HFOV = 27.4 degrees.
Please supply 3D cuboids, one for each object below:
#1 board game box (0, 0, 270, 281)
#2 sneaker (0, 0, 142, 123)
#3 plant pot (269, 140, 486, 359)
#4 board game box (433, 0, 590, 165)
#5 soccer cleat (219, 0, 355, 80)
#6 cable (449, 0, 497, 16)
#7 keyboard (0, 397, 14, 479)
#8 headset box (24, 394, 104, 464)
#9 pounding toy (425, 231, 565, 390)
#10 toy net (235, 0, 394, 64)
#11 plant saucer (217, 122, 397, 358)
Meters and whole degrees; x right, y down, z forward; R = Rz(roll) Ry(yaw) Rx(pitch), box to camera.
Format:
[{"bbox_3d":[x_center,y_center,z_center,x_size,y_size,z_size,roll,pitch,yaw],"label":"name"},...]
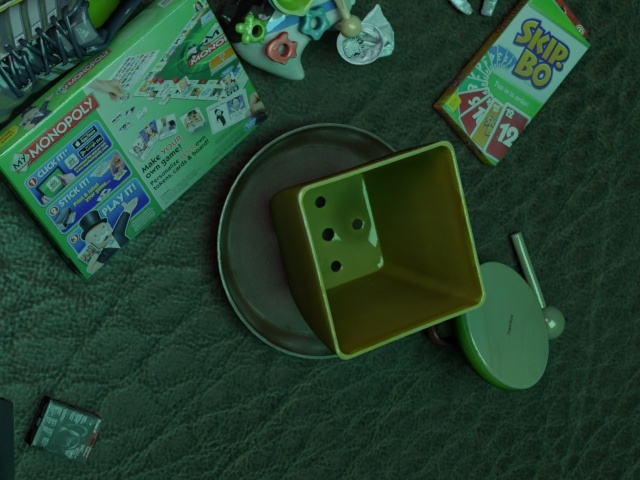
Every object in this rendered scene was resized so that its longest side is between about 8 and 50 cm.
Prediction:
[{"bbox_3d":[-0.224,-0.131,1.570,0.317,0.046,0.213,-43,132,-16],"label":"board game box"},{"bbox_3d":[-0.313,-0.228,1.477,0.300,0.121,0.111,-52,126,-26],"label":"sneaker"},{"bbox_3d":[0.050,0.001,1.629,0.212,0.187,0.212,-19,104,-22],"label":"plant pot"},{"bbox_3d":[0.279,-0.242,1.855,0.124,0.039,0.259,45,73,-24],"label":"board game box"},{"bbox_3d":[0.003,-0.355,1.672,0.143,0.116,0.331,39,82,-38],"label":"soccer cleat"},{"bbox_3d":[0.209,-0.461,1.761,0.257,0.089,0.257,34,81,-25],"label":"cable"},{"bbox_3d":[-0.462,0.341,1.556,0.202,0.033,0.317,-2,96,-26],"label":"keyboard"},{"bbox_3d":[-0.312,0.235,1.616,0.083,0.032,0.062,24,86,-27],"label":"headset box"},{"bbox_3d":[0.234,0.119,1.851,0.237,0.110,0.183,-39,102,-48],"label":"pounding toy"},{"bbox_3d":[0.010,-0.258,1.607,0.232,0.045,0.122,19,94,-38],"label":"toy net"},{"bbox_3d":[0.000,0.000,1.735,0.311,0.050,0.310,-3,97,-27],"label":"plant saucer"}]
